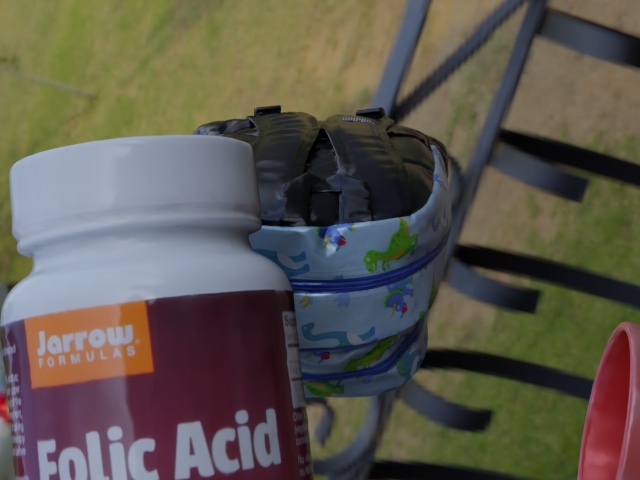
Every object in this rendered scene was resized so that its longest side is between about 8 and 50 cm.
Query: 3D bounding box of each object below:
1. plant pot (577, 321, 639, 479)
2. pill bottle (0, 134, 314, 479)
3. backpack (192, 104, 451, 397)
[{"bbox_3d":[0.438,0.248,1.577,0.275,0.243,0.275,10,-90,-88],"label":"plant pot"},{"bbox_3d":[-0.121,0.130,1.040,0.224,0.224,0.392,-18,77,63],"label":"pill bottle"},{"bbox_3d":[0.000,0.000,1.328,0.355,0.290,0.273,-141,54,-84],"label":"backpack"}]
